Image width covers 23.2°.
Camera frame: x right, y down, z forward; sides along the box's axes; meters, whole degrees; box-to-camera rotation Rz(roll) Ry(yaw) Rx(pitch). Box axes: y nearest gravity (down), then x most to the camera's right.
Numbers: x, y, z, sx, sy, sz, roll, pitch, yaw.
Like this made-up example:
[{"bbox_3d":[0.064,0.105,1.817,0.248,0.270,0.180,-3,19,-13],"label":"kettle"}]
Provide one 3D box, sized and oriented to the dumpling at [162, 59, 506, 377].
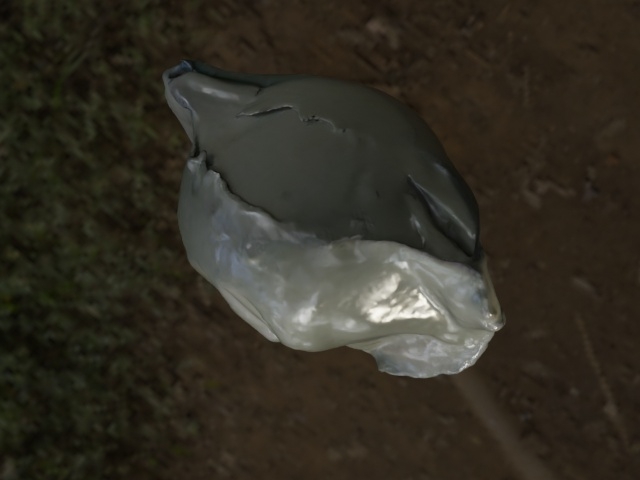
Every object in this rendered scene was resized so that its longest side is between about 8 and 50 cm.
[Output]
[{"bbox_3d":[0.000,0.000,0.642,0.188,0.108,0.127,31,148,30],"label":"dumpling"}]
